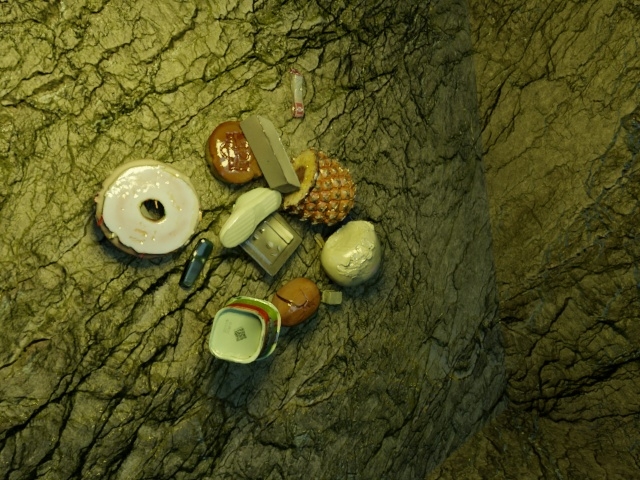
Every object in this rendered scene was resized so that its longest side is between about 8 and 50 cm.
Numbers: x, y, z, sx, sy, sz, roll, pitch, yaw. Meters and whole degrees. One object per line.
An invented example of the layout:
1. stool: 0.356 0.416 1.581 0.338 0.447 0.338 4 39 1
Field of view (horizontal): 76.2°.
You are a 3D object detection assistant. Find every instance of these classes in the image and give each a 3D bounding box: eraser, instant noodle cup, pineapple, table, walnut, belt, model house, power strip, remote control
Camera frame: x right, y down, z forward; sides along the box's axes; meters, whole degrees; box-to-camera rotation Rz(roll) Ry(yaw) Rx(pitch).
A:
1. eraser: -0.206 -0.355 1.711 0.077 0.111 0.352 -42 113 -46
2. instant noodle cup: -0.310 0.369 1.658 0.294 0.308 0.294 0 84 -1
3. pineapple: -0.005 -0.242 1.903 0.300 0.352 0.352 23 78 -41
4. table: 0.054 0.290 2.108 0.079 0.083 0.062 3 91 -36
5. walnut: -0.120 0.301 1.917 0.298 0.203 0.203 -46 116 -34
6. belt: -0.114 -0.709 1.961 0.053 0.071 0.232 -7 96 -28
7. model house: 0.130 -0.089 2.146 0.167 0.088 0.117 -48 118 -24
8. power strip: -0.243 -0.003 1.881 0.257 0.092 0.251 47 67 -14
9. remote control: -0.521 0.094 1.715 0.072 0.042 0.222 33 73 -34

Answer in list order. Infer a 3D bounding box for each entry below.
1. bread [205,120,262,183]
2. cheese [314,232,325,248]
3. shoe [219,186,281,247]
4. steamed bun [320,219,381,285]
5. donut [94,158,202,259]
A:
1. bread: -0.363 -0.370 1.746 0.270 0.148 0.270 2 87 -36
2. cheese: 0.000 0.000 2.094 0.083 0.030 0.044 58 40 -17
3. shoe: -0.336 -0.118 1.757 0.363 0.160 0.132 -47 141 -34
4. steamed bun: 0.182 0.088 2.056 0.334 0.233 0.312 -44 140 -7
5. donut: -0.651 -0.115 1.554 0.382 0.142 0.383 -1 92 -35
